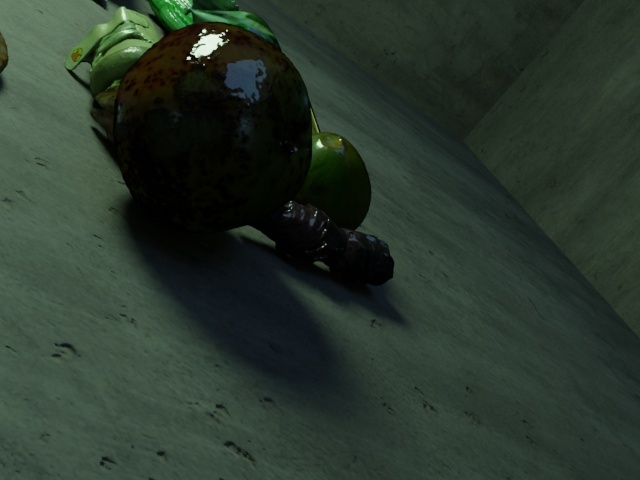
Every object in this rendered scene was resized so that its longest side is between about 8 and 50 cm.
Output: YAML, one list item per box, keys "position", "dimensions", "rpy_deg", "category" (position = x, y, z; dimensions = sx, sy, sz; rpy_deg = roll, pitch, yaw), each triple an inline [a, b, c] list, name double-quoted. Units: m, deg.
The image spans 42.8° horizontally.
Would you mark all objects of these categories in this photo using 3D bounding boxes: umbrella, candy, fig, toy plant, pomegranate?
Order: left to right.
- position: [-0.180, -0.155, 1.090]
  dimensions: [0.340, 0.285, 0.285]
  rpy_deg: [13, 2, 31]
  category: "pomegranate"
- position: [-0.309, -0.496, 1.878]
  dimensions: [0.154, 0.088, 0.240]
  rpy_deg: [17, 35, -58]
  category: "toy plant"
- position: [-0.121, -0.336, 1.752]
  dimensions: [0.398, 0.172, 0.263]
  rpy_deg: [51, 14, 6]
  category: "candy"
- position: [0.000, 0.000, 1.292]
  dimensions: [0.326, 0.090, 0.094]
  rpy_deg: [24, 27, -41]
  category: "umbrella"
- position: [0.006, -0.102, 1.428]
  dimensions: [0.181, 0.191, 0.181]
  rpy_deg: [8, 49, -9]
  category: "fig"

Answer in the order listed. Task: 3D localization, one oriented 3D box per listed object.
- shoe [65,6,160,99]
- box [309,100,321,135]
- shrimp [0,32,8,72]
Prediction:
- position: [-0.316, -0.287, 1.292]
  dimensions: [0.128, 0.140, 0.262]
  rpy_deg: [47, 11, -11]
  category: "shoe"
- position: [-0.019, -0.250, 1.733]
  dimensions: [0.090, 0.023, 0.133]
  rpy_deg: [14, 57, -82]
  category: "box"
- position: [-0.475, -0.281, 1.065]
  dimensions: [0.132, 0.052, 0.187]
  rpy_deg: [23, 27, -44]
  category: "shrimp"
